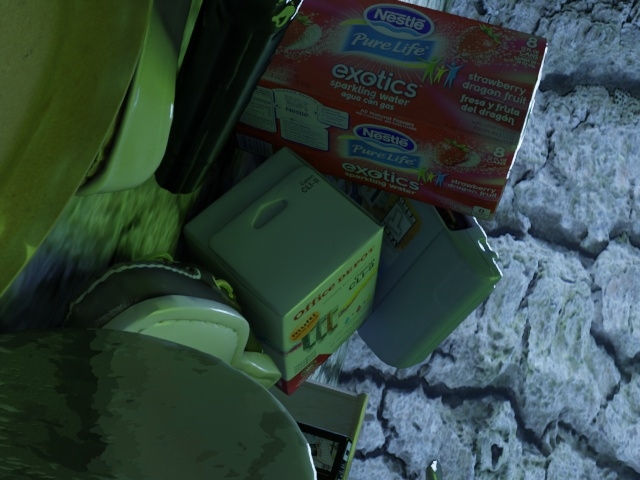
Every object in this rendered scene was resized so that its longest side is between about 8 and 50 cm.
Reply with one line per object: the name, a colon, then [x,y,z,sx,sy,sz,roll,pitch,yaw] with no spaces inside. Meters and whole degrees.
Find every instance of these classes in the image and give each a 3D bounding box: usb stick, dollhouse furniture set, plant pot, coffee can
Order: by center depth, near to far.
plant pot: [-0.136,-0.023,0.299,0.236,0.032,0.236,-57,178,-3]
coffee can: [-0.122,0.210,0.420,0.201,0.201,0.276,-56,160,-65]
usb stick: [-0.060,-0.097,0.512,0.278,0.045,0.077,142,-34,-68]
dollhouse furniture set: [-0.019,0.256,1.260,0.355,0.173,0.303,41,65,-80]

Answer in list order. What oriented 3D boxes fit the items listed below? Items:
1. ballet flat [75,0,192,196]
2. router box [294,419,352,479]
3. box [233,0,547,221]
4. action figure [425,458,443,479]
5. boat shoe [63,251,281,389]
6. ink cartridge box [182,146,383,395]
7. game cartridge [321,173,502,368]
ballet flat: [-0.099,-0.132,0.416,0.086,0.086,0.249,-58,162,-62]
router box: [-0.074,0.225,0.830,0.046,0.178,0.133,71,36,-71]
box: [0.055,-0.128,0.781,0.128,0.256,0.123,87,22,-63]
action figure: [-0.058,0.329,0.633,0.178,0.330,0.341,54,27,-52]
boat shoe: [-0.107,0.067,0.624,0.116,0.097,0.324,-34,163,-1]
ink cartridge box: [-0.032,0.032,0.814,0.128,0.127,0.176,-42,157,-21]
game cartridge: [0.052,-0.027,0.910,0.062,0.297,0.198,-8,148,-39]
